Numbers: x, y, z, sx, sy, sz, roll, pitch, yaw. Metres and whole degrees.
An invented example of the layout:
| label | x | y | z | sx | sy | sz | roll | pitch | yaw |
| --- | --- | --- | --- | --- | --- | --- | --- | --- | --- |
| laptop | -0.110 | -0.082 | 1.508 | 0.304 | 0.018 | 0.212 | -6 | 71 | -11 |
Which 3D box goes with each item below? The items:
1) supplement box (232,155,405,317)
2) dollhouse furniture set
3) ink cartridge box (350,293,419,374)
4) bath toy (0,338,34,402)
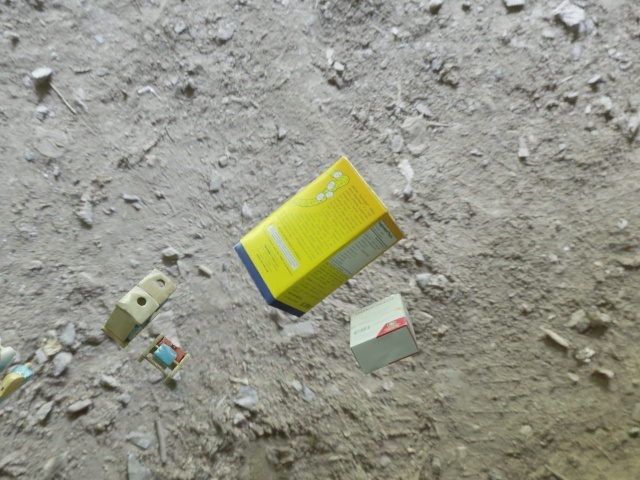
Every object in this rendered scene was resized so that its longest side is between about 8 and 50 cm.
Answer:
| label | x | y | z | sx | sy | sz | roll | pitch | yaw |
| --- | --- | --- | --- | --- | --- | --- | --- | --- | --- |
| supplement box | 0.000 | 0.000 | 1.323 | 0.356 | 0.194 | 0.195 | -38 | 63 | 6 |
| dollhouse furniture set | -0.343 | 0.184 | 1.142 | 0.184 | 0.129 | 0.129 | 41 | 43 | -4 |
| ink cartridge box | 0.136 | 0.198 | 1.150 | 0.127 | 0.175 | 0.072 | -25 | 102 | 10 |
| bath toy | -0.826 | 0.230 | 1.203 | 0.348 | 0.151 | 0.129 | 41 | 52 | 2 |
